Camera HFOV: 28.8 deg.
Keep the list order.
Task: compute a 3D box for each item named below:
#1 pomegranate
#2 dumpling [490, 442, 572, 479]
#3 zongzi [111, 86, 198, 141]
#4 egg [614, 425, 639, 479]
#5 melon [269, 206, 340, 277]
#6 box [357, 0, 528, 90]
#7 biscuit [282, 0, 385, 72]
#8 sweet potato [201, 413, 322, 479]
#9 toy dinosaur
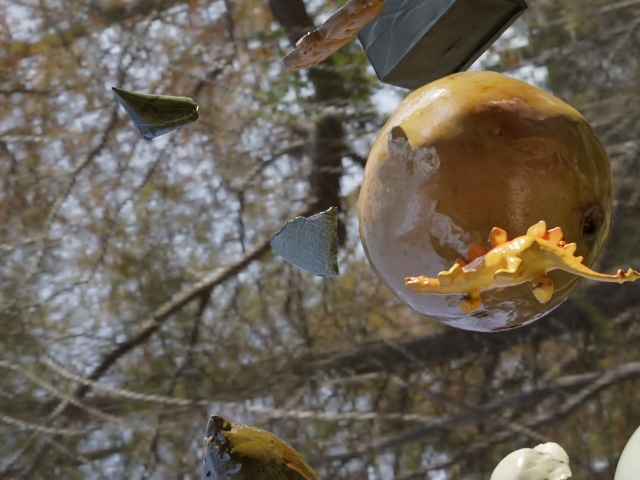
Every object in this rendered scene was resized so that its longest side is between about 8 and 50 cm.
[{"bbox_3d":[0.228,-0.060,1.861,0.411,0.411,0.411,39,-136,-54],"label":"pomegranate"},{"bbox_3d":[0.409,0.472,2.405,0.132,0.162,0.250,49,-166,-9],"label":"dumpling"},{"bbox_3d":[-0.253,-0.216,1.933,0.052,0.104,0.113,-107,-9,-50],"label":"zongzi"},{"bbox_3d":[0.404,0.258,1.226,0.371,0.230,0.230,32,-130,-71],"label":"egg"},{"bbox_3d":[0.000,0.005,2.327,0.093,0.202,0.139,-34,-87,-37],"label":"melon"},{"bbox_3d":[0.194,-0.370,2.061,0.149,0.231,0.155,8,-131,-41],"label":"box"},{"bbox_3d":[0.024,-0.295,1.779,0.027,0.184,0.133,59,-155,6],"label":"biscuit"},{"bbox_3d":[-0.005,0.381,1.497,0.423,0.130,0.130,52,-156,6],"label":"sweet potato"},{"bbox_3d":[0.238,0.026,1.482,0.117,0.288,0.070,-67,-38,-50],"label":"toy dinosaur"}]
